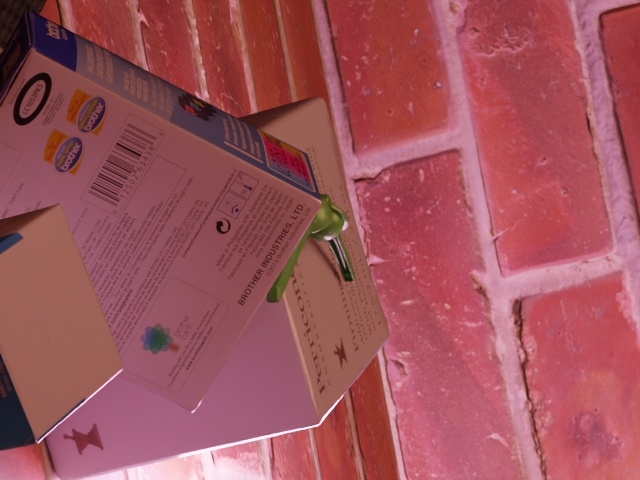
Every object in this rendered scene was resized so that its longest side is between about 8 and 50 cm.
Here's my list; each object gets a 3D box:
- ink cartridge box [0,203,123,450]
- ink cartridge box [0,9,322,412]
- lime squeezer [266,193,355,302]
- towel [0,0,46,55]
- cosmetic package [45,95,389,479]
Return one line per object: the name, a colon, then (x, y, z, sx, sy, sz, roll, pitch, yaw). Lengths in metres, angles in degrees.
ink cartridge box: (-0.334, 0.092, 1.761, 0.171, 0.232, 0.168, -44, 118, -61)
ink cartridge box: (-0.235, -0.043, 1.976, 0.395, 0.270, 0.151, 27, 15, -19)
lime squeezer: (0.000, 0.000, 2.169, 0.310, 0.058, 0.110, -9, 85, -75)
towel: (-0.365, -0.304, 2.091, 0.312, 0.056, 0.324, -65, 163, -6)
cosmetic package: (-0.146, 0.048, 2.331, 0.393, 0.327, 0.329, -42, 117, -72)
